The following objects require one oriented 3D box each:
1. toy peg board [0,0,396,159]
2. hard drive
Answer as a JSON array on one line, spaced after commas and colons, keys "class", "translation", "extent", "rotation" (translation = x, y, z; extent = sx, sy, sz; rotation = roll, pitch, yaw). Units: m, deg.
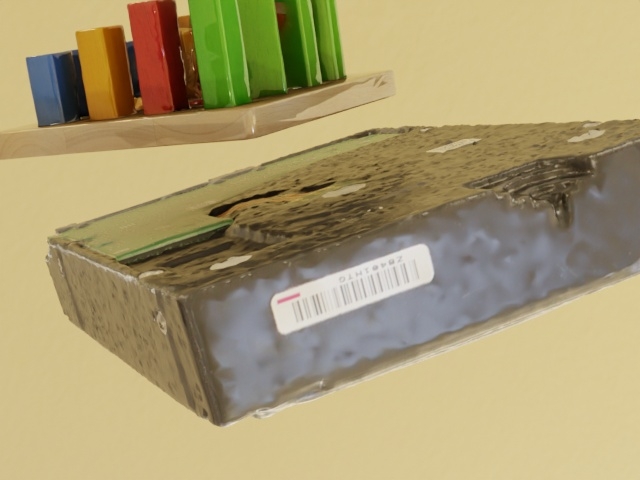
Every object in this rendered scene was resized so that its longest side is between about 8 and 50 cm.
[{"class": "toy peg board", "translation": [-0.068, -0.098, 0.671], "extent": [0.161, 0.079, 0.161], "rotation": [-2, 12, 29]}, {"class": "hard drive", "translation": [0.000, 0.000, 0.649], "extent": [0.339, 0.237, 0.064], "rotation": [12, -61, 68]}]
